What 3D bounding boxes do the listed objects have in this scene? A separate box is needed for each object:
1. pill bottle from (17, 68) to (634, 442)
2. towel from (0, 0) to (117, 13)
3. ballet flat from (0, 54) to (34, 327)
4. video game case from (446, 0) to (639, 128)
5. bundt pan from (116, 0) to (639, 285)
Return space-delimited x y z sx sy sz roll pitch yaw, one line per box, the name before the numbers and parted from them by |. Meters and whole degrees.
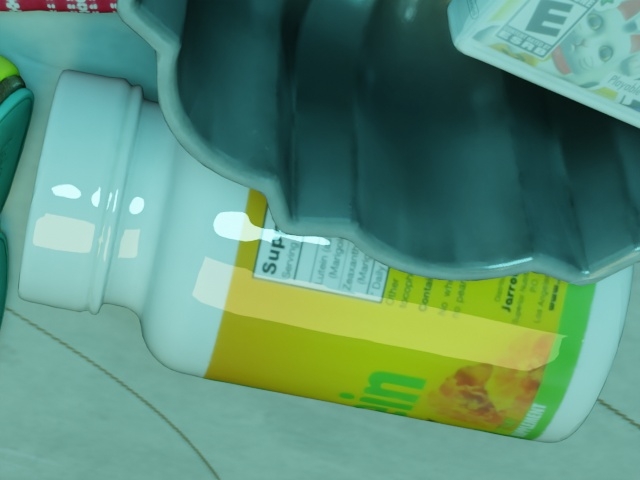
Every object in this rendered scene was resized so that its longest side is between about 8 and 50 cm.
pill bottle | 0.000 0.000 0.813 0.245 0.136 0.136 11 137 -6
towel | -0.093 -0.161 0.728 0.275 0.031 0.199 2 138 4
ballet flat | -0.186 -0.006 0.886 0.077 0.077 0.231 27 135 9
video game case | 0.189 -0.094 0.592 0.227 0.026 0.206 20 133 -28
bundt pan | 0.094 -0.133 0.646 0.331 0.124 0.331 -4 139 -3
